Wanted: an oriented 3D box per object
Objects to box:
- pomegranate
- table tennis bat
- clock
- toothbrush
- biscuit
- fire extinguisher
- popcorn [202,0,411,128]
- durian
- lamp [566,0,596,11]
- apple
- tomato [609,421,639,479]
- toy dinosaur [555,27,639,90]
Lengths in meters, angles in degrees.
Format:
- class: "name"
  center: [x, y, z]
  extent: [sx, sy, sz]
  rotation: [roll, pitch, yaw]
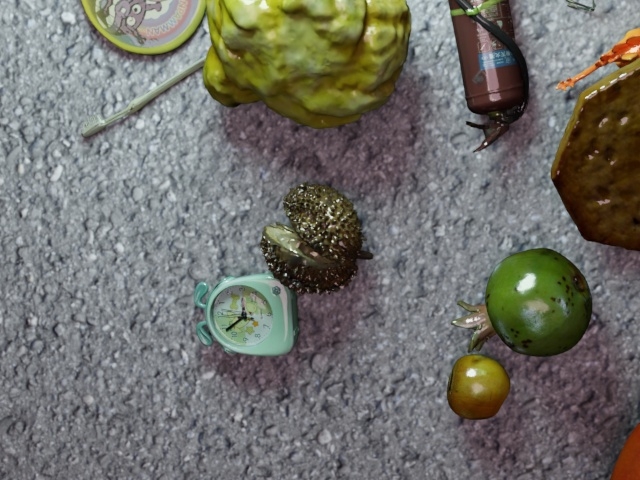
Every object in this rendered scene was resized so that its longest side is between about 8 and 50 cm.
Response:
- class: "pomegranate"
  center: [0.328, 0.112, 1.412]
  extent: [0.224, 0.181, 0.181]
  rotation: [-22, 95, 35]
- class: "table tennis bat"
  center: [-0.355, -0.487, 1.488]
  extent: [0.224, 0.054, 0.368]
  rotation: [-44, 93, 13]
- class: "clock"
  center: [-0.135, 0.129, 1.543]
  extent: [0.188, 0.060, 0.148]
  rotation: [1, 100, 10]
- class: "toothbrush"
  center: [-0.307, -0.258, 1.529]
  extent: [0.294, 0.026, 0.028]
  rotation: [-25, 79, 13]
- class: "biscuit"
  center: [0.536, -0.132, 1.339]
  extent: [0.359, 0.046, 0.359]
  rotation: [0, 118, 0]
- class: "fire extinguisher"
  center: [0.254, -0.316, 1.372]
  extent: [0.141, 0.105, 0.341]
  rotation: [-13, 97, -20]
- class: "popcorn"
  center: [-0.031, -0.318, 1.347]
  extent: [0.334, 0.293, 0.292]
  rotation: [24, 101, 22]
- class: "durian"
  center: [0.000, 0.000, 1.463]
  extent: [0.196, 0.167, 0.196]
  rotation: [2, 124, 3]
- class: "lamp"
  center: [0.424, -0.430, 1.368]
  extent: [0.054, 0.041, 0.121]
  rotation: [11, 97, -1]
- class: "apple"
  center: [0.270, 0.254, 1.472]
  extent: [0.102, 0.099, 0.114]
  rotation: [13, 98, 5]
- class: "tomato"
  center: [0.624, 0.392, 1.350]
  extent: [0.341, 0.273, 0.341]
  rotation: [0, 89, 21]
- class: "toy dinosaur"
  center: [0.506, -0.301, 1.331]
  extent: [0.288, 0.117, 0.070]
  rotation: [-21, 95, 10]
